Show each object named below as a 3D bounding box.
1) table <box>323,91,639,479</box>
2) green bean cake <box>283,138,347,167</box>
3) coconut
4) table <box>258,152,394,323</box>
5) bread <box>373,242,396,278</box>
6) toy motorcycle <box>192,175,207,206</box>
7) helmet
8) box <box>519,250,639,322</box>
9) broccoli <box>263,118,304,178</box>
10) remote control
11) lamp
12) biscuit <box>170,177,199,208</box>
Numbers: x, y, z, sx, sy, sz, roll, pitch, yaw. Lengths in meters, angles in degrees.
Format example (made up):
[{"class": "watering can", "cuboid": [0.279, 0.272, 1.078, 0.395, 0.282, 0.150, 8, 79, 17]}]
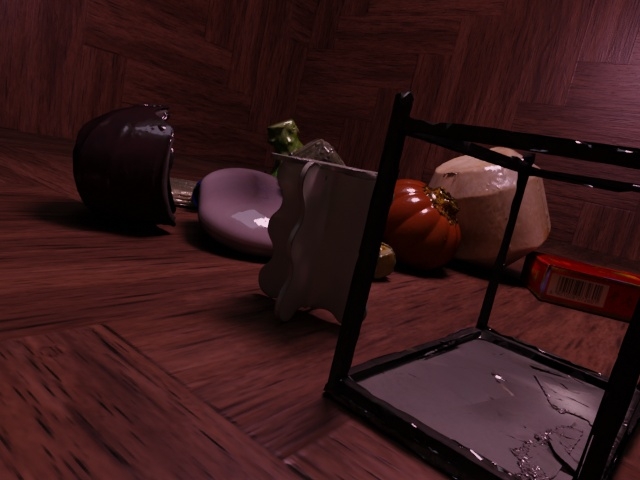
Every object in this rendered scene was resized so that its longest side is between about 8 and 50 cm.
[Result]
[{"class": "table", "cuboid": [0.217, 0.037, 0.452, 0.222, 0.272, 0.335, 20, 13, 39]}, {"class": "green bean cake", "cuboid": [0.013, -0.114, 1.030, 0.222, 0.125, 0.227, 54, 3, -16]}, {"class": "coconut", "cuboid": [0.426, -0.070, 1.185, 0.323, 0.323, 0.323, 12, 11, -2]}, {"class": "table", "cuboid": [0.000, 0.000, 0.600, 0.167, 0.198, 0.166, 11, 10, -2]}, {"class": "bread", "cuboid": [0.069, 0.030, 0.894, 0.156, 0.064, 0.117, 14, 15, 2]}, {"class": "toy motorcycle", "cuboid": [-0.208, -0.100, 1.160, 0.315, 0.113, 0.169, 28, 27, 29]}, {"class": "helmet", "cuboid": [-0.376, -0.146, 0.899, 0.177, 0.225, 0.305, -5, 23, -21]}, {"class": "box", "cuboid": [0.641, 0.110, 1.054, 0.313, 0.089, 0.197, 15, 10, 9]}, {"class": "broccoli", "cuboid": [-0.075, -0.193, 1.335, 0.298, 0.297, 0.297, -19, 14, 5]}, {"class": "remote control", "cuboid": [-0.137, -0.066, 0.947, 0.221, 0.103, 0.332, 8, 25, -17]}, {"class": "lamp", "cuboid": [0.216, -0.037, 1.049, 0.223, 0.196, 0.223, 37, 30, -25]}, {"class": "biscuit", "cuboid": [-0.371, -0.135, 1.295, 0.150, 0.052, 0.252, 8, 13, -21]}]
